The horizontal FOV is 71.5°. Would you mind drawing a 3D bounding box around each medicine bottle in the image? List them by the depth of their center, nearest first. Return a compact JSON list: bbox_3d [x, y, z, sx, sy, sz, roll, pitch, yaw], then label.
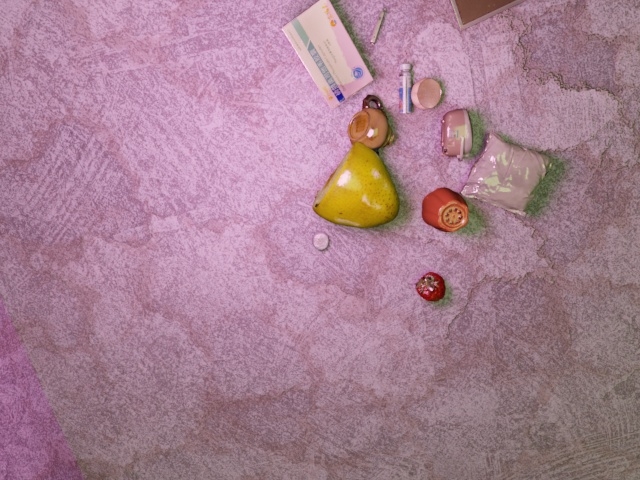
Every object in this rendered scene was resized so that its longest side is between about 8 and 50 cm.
[{"bbox_3d":[0.339,-0.603,1.778,0.051,0.051,0.190,-2,104,0],"label":"medicine bottle"}]

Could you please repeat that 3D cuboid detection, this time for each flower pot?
[{"bbox_3d":[0.526,-0.118,1.849,0.191,0.173,0.190,0,104,1],"label":"flower pot"}]

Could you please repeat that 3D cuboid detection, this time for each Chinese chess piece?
[{"bbox_3d":[0.419,-0.582,1.766,0.122,0.051,0.121,-6,105,-22],"label":"Chinese chess piece"}]

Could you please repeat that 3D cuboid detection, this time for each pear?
[{"bbox_3d":[0.162,-0.164,1.763,0.318,0.238,0.342,27,130,-12],"label":"pear"}]

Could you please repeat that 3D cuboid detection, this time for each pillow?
[{"bbox_3d":[0.771,-0.268,1.827,0.310,0.138,0.283,20,103,-3],"label":"pillow"}]

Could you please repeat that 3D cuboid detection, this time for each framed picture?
[{"bbox_3d":[0.627,-0.964,1.702,0.274,0.016,0.216,-23,105,6],"label":"framed picture"}]

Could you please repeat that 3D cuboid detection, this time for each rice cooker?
[{"bbox_3d":[0.545,-0.422,1.783,0.127,0.145,0.206,3,108,11],"label":"rice cooker"}]

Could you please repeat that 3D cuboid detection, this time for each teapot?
[{"bbox_3d":[0.215,-0.444,1.778,0.183,0.173,0.269,12,80,-38],"label":"teapot"}]

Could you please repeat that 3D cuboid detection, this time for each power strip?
[{"bbox_3d":[0.217,-0.814,1.720,0.019,0.051,0.136,18,105,-1],"label":"power strip"}]

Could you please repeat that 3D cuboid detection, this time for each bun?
[{"bbox_3d":[0.000,0.000,1.939,0.084,0.045,0.083,0,108,-1],"label":"bun"}]

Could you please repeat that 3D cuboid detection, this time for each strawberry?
[{"bbox_3d":[0.495,0.207,1.973,0.131,0.148,0.131,-9,71,28],"label":"strawberry"}]

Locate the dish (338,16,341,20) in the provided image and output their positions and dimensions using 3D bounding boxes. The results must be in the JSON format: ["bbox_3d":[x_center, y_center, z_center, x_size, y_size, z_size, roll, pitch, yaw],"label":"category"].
[{"bbox_3d":[0.009,-0.765,1.714,0.149,0.080,0.207,32,106,-18],"label":"dish"}]

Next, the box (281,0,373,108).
[{"bbox_3d":[0.029,-0.696,1.668,0.200,0.065,0.343,-34,114,7],"label":"box"}]
